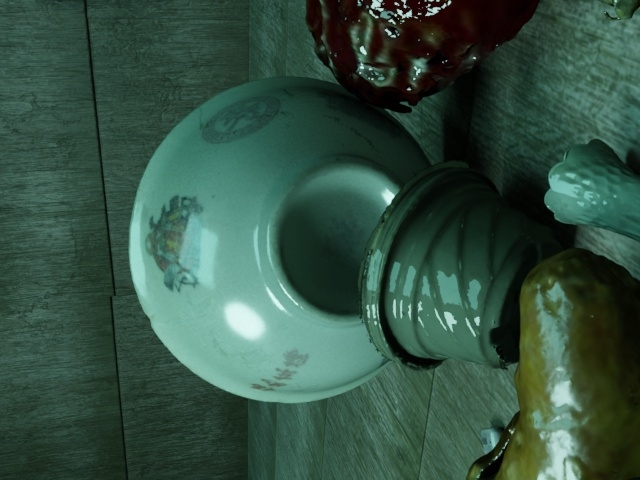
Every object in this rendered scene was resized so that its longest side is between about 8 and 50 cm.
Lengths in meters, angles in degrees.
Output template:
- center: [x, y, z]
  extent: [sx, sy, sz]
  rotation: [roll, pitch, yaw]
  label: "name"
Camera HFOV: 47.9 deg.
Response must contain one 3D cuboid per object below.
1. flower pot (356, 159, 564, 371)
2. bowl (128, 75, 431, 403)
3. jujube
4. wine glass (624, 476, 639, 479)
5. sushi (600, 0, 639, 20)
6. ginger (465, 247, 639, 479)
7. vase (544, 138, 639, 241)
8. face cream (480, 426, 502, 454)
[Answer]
- center: [0.161, 0.042, 0.746]
  extent: [0.140, 0.235, 0.235]
  rotation: [23, 120, 43]
  label: "flower pot"
- center: [0.000, 0.000, 0.856]
  extent: [0.196, 0.434, 0.435]
  rotation: [-179, 84, -72]
  label: "bowl"
- center: [0.100, -0.289, 0.766]
  extent: [0.376, 0.258, 0.258]
  rotation: [137, 126, -66]
  label: "jujube"
- center: [0.229, 0.381, 0.526]
  extent: [0.406, 0.267, 0.267]
  rotation: [94, 163, -47]
  label: "wine glass"
- center: [0.243, -0.270, 0.481]
  extent: [0.212, 0.115, 0.147]
  rotation: [104, 156, -51]
  label: "sushi"
- center: [0.228, 0.162, 0.619]
  extent: [0.165, 0.172, 0.321]
  rotation: [-45, -32, -59]
  label: "ginger"
- center: [0.258, -0.025, 0.579]
  extent: [0.149, 0.081, 0.081]
  rotation: [-134, 41, -60]
  label: "vase"
- center: [0.222, 0.278, 0.903]
  extent: [0.040, 0.021, 0.083]
  rotation: [131, 132, -69]
  label: "face cream"
